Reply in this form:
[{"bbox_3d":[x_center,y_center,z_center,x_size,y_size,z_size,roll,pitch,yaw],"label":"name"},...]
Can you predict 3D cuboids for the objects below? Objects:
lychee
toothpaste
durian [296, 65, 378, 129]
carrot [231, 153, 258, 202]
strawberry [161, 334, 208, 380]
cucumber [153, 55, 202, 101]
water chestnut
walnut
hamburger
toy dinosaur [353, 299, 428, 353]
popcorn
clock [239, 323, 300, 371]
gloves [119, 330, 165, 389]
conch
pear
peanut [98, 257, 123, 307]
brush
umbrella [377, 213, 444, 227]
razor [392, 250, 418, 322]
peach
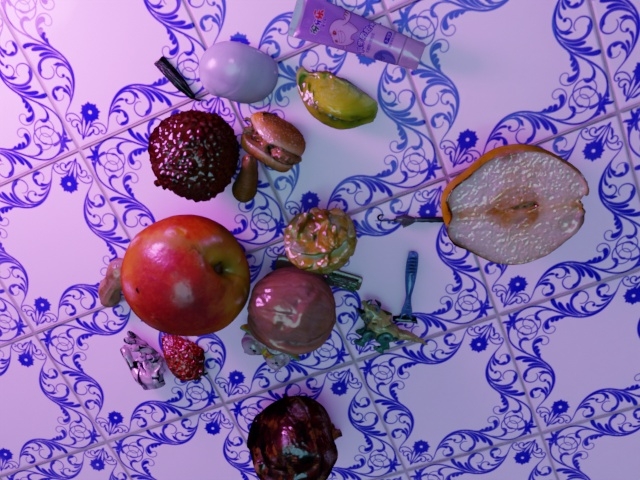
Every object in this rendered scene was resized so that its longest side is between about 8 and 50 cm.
[{"bbox_3d":[-0.361,-0.231,1.709,0.300,0.264,0.264,-35,105,23],"label":"lychee"},{"bbox_3d":[0.099,-0.558,1.654,0.371,0.080,0.125,21,115,4],"label":"toothpaste"},{"bbox_3d":[0.038,-0.389,1.706,0.250,0.101,0.139,19,77,-3],"label":"durian"},{"bbox_3d":[-0.206,-0.184,1.722,0.078,0.298,0.078,3,73,-10],"label":"carrot"},{"bbox_3d":[-0.467,0.409,2.070,0.140,0.085,0.192,-9,109,10],"label":"strawberry"},{"bbox_3d":[-0.410,-0.455,1.746,0.163,0.043,0.039,50,145,-13],"label":"cucumber"},{"bbox_3d":[-0.057,0.686,2.054,0.347,0.335,0.335,6,116,-30],"label":"water chestnut"},{"bbox_3d":[-0.084,0.214,1.844,0.285,0.285,0.296,17,148,-3],"label":"walnut"},{"bbox_3d":[-0.128,-0.278,1.711,0.182,0.191,0.118,13,124,-32],"label":"hamburger"},{"bbox_3d":[0.217,0.297,1.964,0.259,0.094,0.153,31,119,-5],"label":"toy dinosaur"},{"bbox_3d":[0.000,0.000,1.815,0.221,0.184,0.204,-21,81,13],"label":"popcorn"},{"bbox_3d":[-0.167,0.345,2.010,0.231,0.103,0.144,35,102,-11],"label":"clock"},{"bbox_3d":[-0.600,0.400,2.065,0.111,0.128,0.212,-17,94,-35],"label":"gloves"},{"bbox_3d":[-0.230,-0.460,1.698,0.221,0.121,0.185,3,142,-2],"label":"conch"},{"bbox_3d":[0.533,-0.118,1.723,0.387,0.191,0.340,-2,115,5],"label":"pear"},{"bbox_3d":[-0.669,0.141,1.981,0.089,0.089,0.192,29,115,-7],"label":"peanut"},{"bbox_3d":[-0.007,0.108,1.936,0.282,0.048,0.054,16,113,0],"label":"brush"},{"bbox_3d":[0.306,-0.057,1.847,0.269,0.044,0.044,2,142,4],"label":"umbrella"},{"bbox_3d":[0.283,0.154,1.932,0.082,0.042,0.253,6,111,3],"label":"razor"},{"bbox_3d":[-0.409,0.108,1.809,0.388,0.388,0.388,2,112,4],"label":"peach"}]
